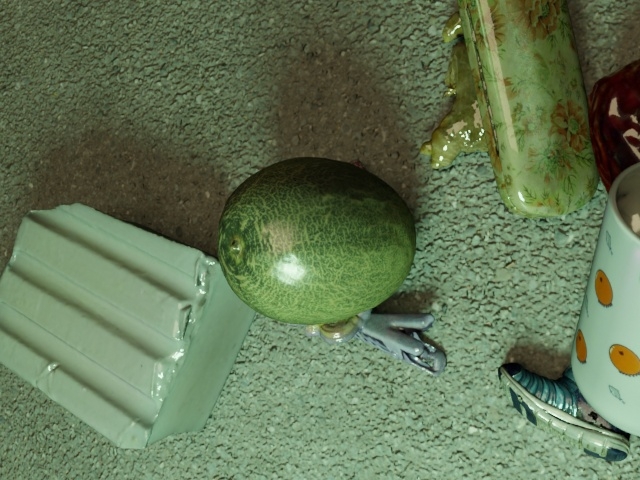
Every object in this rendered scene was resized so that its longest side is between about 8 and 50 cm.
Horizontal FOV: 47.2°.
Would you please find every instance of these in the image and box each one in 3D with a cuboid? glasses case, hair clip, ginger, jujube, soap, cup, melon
[{"bbox_3d":[0.295,-0.242,1.050,0.156,0.098,0.425,-14,93,-19],"label":"glasses case"},{"bbox_3d":[0.073,0.127,1.175,0.278,0.090,0.137,18,57,23],"label":"hair clip"},{"bbox_3d":[0.256,-0.264,1.144,0.166,0.080,0.333,18,94,13],"label":"ginger"},{"bbox_3d":[0.461,-0.125,0.977,0.183,0.183,0.243,-23,88,20],"label":"jujube"},{"bbox_3d":[-0.360,0.125,1.304,0.435,0.213,0.350,21,95,25],"label":"soap"},{"bbox_3d":[0.425,0.087,0.884,0.212,0.212,0.317,21,135,25],"label":"cup"},{"bbox_3d":[0.000,0.000,1.082,0.248,0.329,0.249,1,91,45],"label":"melon"}]

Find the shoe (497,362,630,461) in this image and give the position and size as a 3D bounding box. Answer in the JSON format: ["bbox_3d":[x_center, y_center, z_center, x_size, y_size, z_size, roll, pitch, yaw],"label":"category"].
[{"bbox_3d":[0.351,0.226,1.042,0.207,0.091,0.106,23,71,30],"label":"shoe"}]

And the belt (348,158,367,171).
[{"bbox_3d":[-0.016,-0.055,1.247,0.232,0.071,0.053,-37,77,16],"label":"belt"}]
